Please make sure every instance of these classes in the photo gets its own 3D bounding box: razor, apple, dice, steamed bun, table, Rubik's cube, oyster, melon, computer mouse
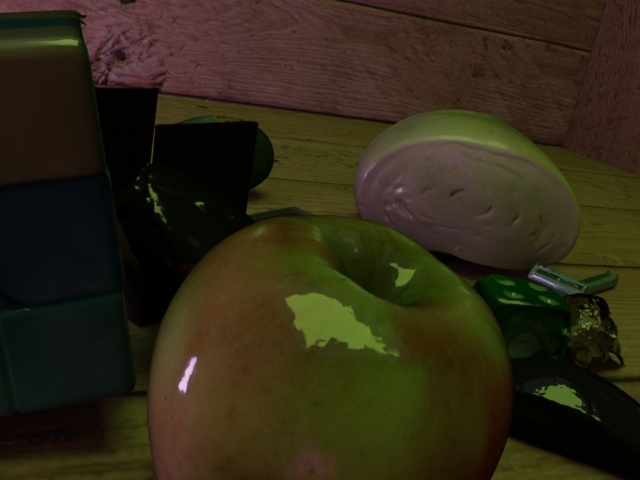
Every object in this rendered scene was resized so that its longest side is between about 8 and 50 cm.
[{"bbox_3d":[0.532,0.092,1.426,0.277,0.056,0.111,2,18,-46],"label":"razor"},{"bbox_3d":[0.003,0.141,0.616,0.318,0.277,0.319,18,23,-8],"label":"apple"},{"bbox_3d":[0.278,0.127,1.024,0.128,0.131,0.120,9,19,-7],"label":"dice"},{"bbox_3d":[0.304,-0.126,1.510,0.455,0.290,0.371,10,14,1],"label":"steamed bun"},{"bbox_3d":[-0.253,-0.066,1.051,0.250,0.282,0.196,24,23,35],"label":"table"},{"bbox_3d":[-0.389,-0.040,0.715,0.344,0.347,0.347,-9,22,-16],"label":"Rubik's cube"},{"bbox_3d":[0.402,0.134,1.091,0.161,0.108,0.232,8,1,17],"label":"oyster"},{"bbox_3d":[-0.225,-0.196,1.628,0.287,0.183,0.182,1,21,-34],"label":"melon"},{"bbox_3d":[0.321,0.207,0.887,0.269,0.087,0.137,18,20,17],"label":"computer mouse"},{"bbox_3d":[-0.123,0.021,0.893,0.323,0.116,0.183,50,12,-47],"label":"computer mouse"}]

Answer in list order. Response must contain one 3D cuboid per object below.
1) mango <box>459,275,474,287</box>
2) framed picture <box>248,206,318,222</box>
[{"bbox_3d":[0.241,0.097,1.213,0.108,0.056,0.073,24,27,27],"label":"mango"},{"bbox_3d":[0.000,0.000,1.419,0.334,0.022,0.247,21,20,30],"label":"framed picture"}]
